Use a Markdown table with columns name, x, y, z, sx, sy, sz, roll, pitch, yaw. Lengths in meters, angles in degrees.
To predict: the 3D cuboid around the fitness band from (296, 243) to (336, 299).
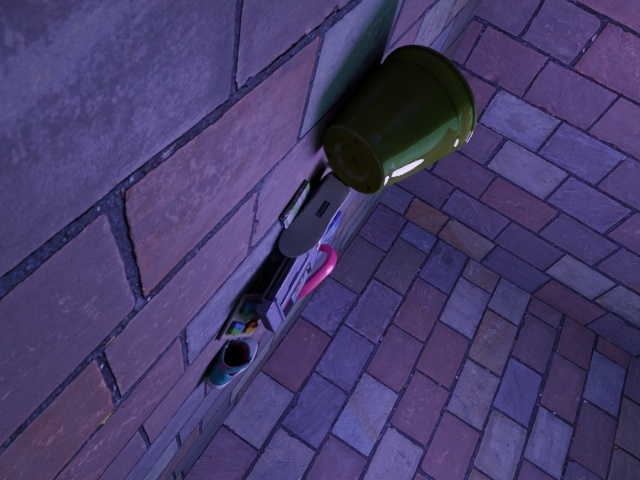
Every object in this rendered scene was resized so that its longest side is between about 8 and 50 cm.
| name | x | y | z | sx | sy | sz | roll | pitch | yaw |
| --- | --- | --- | --- | --- | --- | --- | --- | --- | --- |
| fitness band | -0.059 | 0.129 | 1.993 | 0.291 | 0.054 | 0.209 | -44 | -153 | -7 |

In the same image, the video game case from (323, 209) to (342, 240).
| name | x | y | z | sx | sy | sz | roll | pitch | yaw |
| --- | --- | --- | --- | --- | --- | --- | --- | --- | --- |
| video game case | 0.000 | 0.000 | 2.325 | 0.269 | 0.061 | 0.244 | -55 | 173 | -23 |

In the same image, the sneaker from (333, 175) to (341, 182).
| name | x | y | z | sx | sy | sz | roll | pitch | yaw |
| --- | --- | --- | --- | --- | --- | --- | --- | --- | --- |
| sneaker | 0.024 | -0.158 | 1.804 | 0.188 | 0.071 | 0.066 | -60 | 172 | 16 |

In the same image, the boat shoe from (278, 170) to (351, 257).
| name | x | y | z | sx | sy | sz | roll | pitch | yaw |
| --- | --- | --- | --- | --- | --- | --- | --- | --- | --- |
| boat shoe | -0.016 | -0.095 | 1.655 | 0.340 | 0.127 | 0.158 | -48 | -169 | 12 |

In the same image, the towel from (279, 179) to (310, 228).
| name | x | y | z | sx | sy | sz | roll | pitch | yaw |
| --- | --- | --- | --- | --- | --- | --- | --- | --- | --- |
| towel | -0.081 | -0.115 | 1.529 | 0.152 | 0.023 | 0.113 | -59 | 175 | -11 |

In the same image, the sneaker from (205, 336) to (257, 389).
| name | x | y | z | sx | sy | sz | roll | pitch | yaw |
| --- | --- | --- | --- | --- | --- | --- | --- | --- | --- |
| sneaker | -0.319 | 0.441 | 1.884 | 0.178 | 0.124 | 0.295 | -51 | 176 | 34 |

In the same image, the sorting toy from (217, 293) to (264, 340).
| name | x | y | z | sx | sy | sz | roll | pitch | yaw |
| --- | --- | --- | --- | --- | --- | --- | --- | --- | --- |
| sorting toy | -0.255 | 0.273 | 1.700 | 0.193 | 0.038 | 0.208 | -60 | 155 | 13 |

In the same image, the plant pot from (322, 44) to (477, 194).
| name | x | y | z | sx | sy | sz | roll | pitch | yaw |
| --- | --- | --- | --- | --- | --- | --- | --- | --- | --- |
| plant pot | 0.207 | -0.326 | 1.423 | 0.353 | 0.366 | 0.366 | -42 | 166 | -23 |

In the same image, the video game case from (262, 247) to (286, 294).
| name | x | y | z | sx | sy | sz | roll | pitch | yaw |
| --- | --- | --- | --- | --- | --- | --- | --- | --- | --- |
| video game case | -0.144 | 0.110 | 1.790 | 0.196 | 0.026 | 0.274 | -42 | 155 | -44 |

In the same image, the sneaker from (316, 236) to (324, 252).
| name | x | y | z | sx | sy | sz | roll | pitch | yaw |
| --- | --- | --- | --- | --- | --- | --- | --- | --- | --- |
| sneaker | -0.043 | 0.022 | 2.006 | 0.282 | 0.102 | 0.161 | -58 | 175 | 0 |

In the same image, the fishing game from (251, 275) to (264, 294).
| name | x | y | z | sx | sy | sz | roll | pitch | yaw |
| --- | --- | --- | --- | --- | --- | --- | --- | --- | --- |
| fishing game | -0.209 | 0.188 | 1.844 | 0.189 | 0.041 | 0.264 | -61 | 163 | 15 |

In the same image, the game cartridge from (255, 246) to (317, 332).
| name | x | y | z | sx | sy | sz | roll | pitch | yaw |
| --- | --- | --- | --- | --- | --- | --- | --- | --- | --- |
| game cartridge | -0.110 | 0.146 | 1.734 | 0.355 | 0.068 | 0.230 | -61 | 161 | -22 |

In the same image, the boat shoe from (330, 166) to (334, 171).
| name | x | y | z | sx | sy | sz | roll | pitch | yaw |
| --- | --- | --- | --- | --- | --- | --- | --- | --- | --- |
| boat shoe | 0.176 | -0.302 | 1.756 | 0.306 | 0.105 | 0.113 | -27 | 148 | -40 |
